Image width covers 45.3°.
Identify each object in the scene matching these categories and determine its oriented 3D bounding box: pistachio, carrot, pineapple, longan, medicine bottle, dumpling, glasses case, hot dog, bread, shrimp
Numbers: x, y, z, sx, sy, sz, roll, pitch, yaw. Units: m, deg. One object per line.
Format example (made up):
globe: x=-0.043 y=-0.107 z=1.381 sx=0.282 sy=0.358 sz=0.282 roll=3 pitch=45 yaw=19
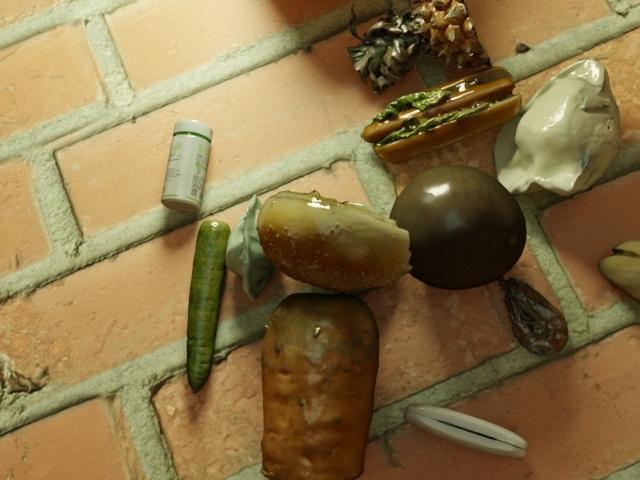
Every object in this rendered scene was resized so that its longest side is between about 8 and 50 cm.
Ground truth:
pistachio: x=0.629 y=0.068 z=1.447 sx=0.136 sy=0.136 sz=0.226 roll=-48 pitch=35 yaw=-8
carrot: x=-0.002 y=0.269 z=1.431 sx=0.224 sy=0.224 sz=0.340 roll=1 pitch=82 yaw=6
pineapple: x=0.191 y=-0.424 z=1.627 sx=0.272 sy=0.262 sz=0.262 roll=-23 pitch=73 yaw=16
longan: x=0.261 y=-0.024 z=1.471 sx=0.258 sy=0.258 sz=0.258 roll=-1 pitch=74 yaw=5
medicine bottle: x=-0.286 y=-0.159 z=1.646 sx=0.086 sy=0.086 sz=0.183 roll=5 pitch=74 yaw=7
dumpling: x=0.481 y=-0.208 z=1.571 sx=0.243 sy=0.187 sz=0.318 roll=-4 pitch=57 yaw=45
glasses case: x=0.272 y=0.358 z=1.442 sx=0.233 sy=0.092 sz=0.059 roll=15 pitch=78 yaw=11
hot dog: x=0.244 y=-0.259 z=1.592 sx=0.337 sy=0.100 sz=0.135 roll=-19 pitch=72 yaw=12
carrot: x=-0.235 y=0.132 z=1.569 sx=0.074 sy=0.074 sz=0.358 roll=4 pitch=77 yaw=7
bread: x=0.001 y=0.000 z=1.413 sx=0.314 sy=0.192 sz=0.171 roll=15 pitch=86 yaw=32
shrimp: x=0.410 y=0.143 z=1.516 sx=0.101 sy=0.042 sz=0.190 roll=-38 pitch=75 yaw=2
dumpling: x=-0.150 y=0.012 z=1.557 sx=0.108 sy=0.153 sz=0.219 roll=-11 pitch=72 yaw=31

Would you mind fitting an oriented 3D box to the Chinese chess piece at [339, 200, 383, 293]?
Chinese chess piece: x=0.059 y=0.015 z=1.568 sx=0.188 sy=0.083 sz=0.188 roll=-2 pitch=71 yaw=7
